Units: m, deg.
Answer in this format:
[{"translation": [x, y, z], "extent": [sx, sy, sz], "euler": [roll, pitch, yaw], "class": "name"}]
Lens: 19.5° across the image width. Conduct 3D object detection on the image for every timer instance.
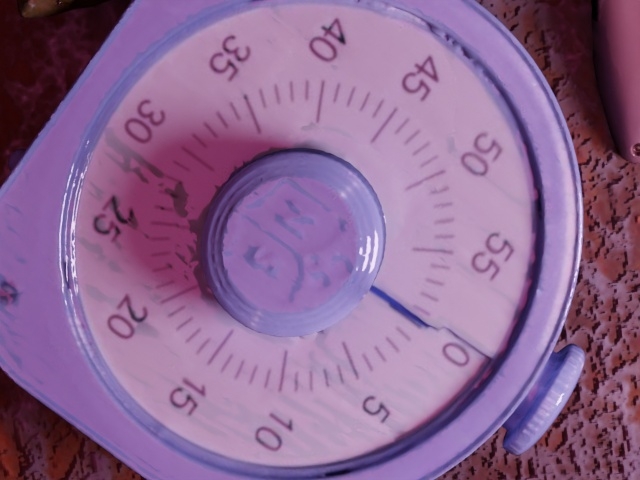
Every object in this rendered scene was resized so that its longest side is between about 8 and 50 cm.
[{"translation": [0.000, 0.000, 1.187], "extent": [0.395, 0.173, 0.395], "euler": [0, 95, 4], "class": "timer"}]

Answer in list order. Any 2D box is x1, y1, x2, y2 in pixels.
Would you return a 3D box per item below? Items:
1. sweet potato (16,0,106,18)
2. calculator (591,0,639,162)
[{"translation": [-0.089, -0.329, 1.180], "extent": [0.130, 0.130, 0.423], "euler": [26, 94, 1], "class": "sweet potato"}, {"translation": [0.276, -0.204, 1.177], "extent": [0.220, 0.048, 0.330], "euler": [-1, 107, 5], "class": "calculator"}]
